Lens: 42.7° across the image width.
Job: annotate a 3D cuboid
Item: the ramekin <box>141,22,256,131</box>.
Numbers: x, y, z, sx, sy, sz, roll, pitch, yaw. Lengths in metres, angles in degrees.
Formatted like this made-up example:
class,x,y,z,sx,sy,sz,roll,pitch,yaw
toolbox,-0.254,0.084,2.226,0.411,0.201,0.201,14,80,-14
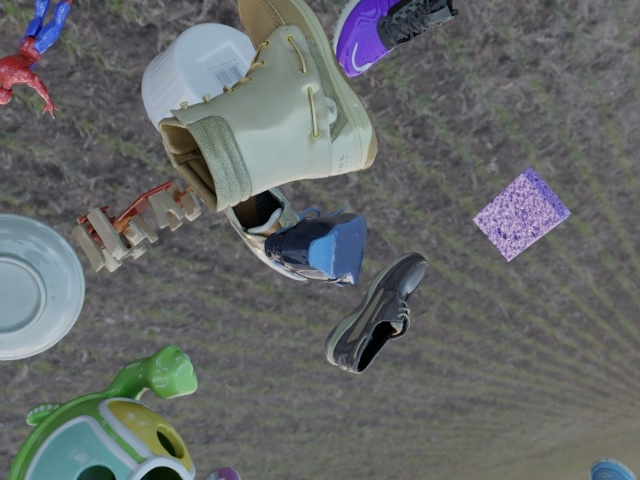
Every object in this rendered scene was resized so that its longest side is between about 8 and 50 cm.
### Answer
class,x,y,z,sx,sy,sz,roll,pitch,yaw
ramekin,-0.215,-0.313,1.694,0.277,0.277,0.135,-5,160,-38

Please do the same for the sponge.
class,x,y,z,sx,sy,sz,roll,pitch,yaw
sponge,0.387,-0.047,1.596,0.031,0.117,0.210,-34,170,-27

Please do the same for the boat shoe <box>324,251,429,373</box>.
class,x,y,z,sx,sy,sz,roll,pitch,yaw
boat shoe,0.166,0.190,2.045,0.355,0.130,0.132,-51,141,-6

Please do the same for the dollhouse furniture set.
class,x,y,z,sx,sy,sz,roll,pitch,yaw
dollhouse furniture set,-0.380,-0.049,1.637,0.262,0.135,0.259,-34,180,-44

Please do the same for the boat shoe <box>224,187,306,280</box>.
class,x,y,z,sx,sy,sz,roll,pitch,yaw
boat shoe,-0.099,-0.033,1.424,0.113,0.103,0.302,-43,113,2

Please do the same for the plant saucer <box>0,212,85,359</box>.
class,x,y,z,sx,sy,sz,roll,pitch,yaw
plant saucer,-0.813,0.131,2.099,0.401,0.400,0.100,-22,-163,-8

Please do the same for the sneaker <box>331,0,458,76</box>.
class,x,y,z,sx,sy,sz,roll,pitch,yaw
sneaker,0.146,-0.384,1.369,0.293,0.146,0.102,-51,141,-10

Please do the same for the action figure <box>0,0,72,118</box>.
class,x,y,z,sx,sy,sz,roll,pitch,yaw
action figure,-0.515,-0.348,1.529,0.092,0.280,0.139,18,155,14

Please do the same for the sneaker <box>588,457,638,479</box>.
class,x,y,z,sx,sy,sz,roll,pitch,yaw
sneaker,0.433,0.364,1.100,0.073,0.162,0.063,-37,152,-61

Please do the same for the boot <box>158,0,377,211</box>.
class,x,y,z,sx,sy,sz,roll,pitch,yaw
boot,-0.083,-0.162,0.882,0.204,0.261,0.095,-20,162,-23

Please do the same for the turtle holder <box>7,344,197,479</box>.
class,x,y,z,sx,sy,sz,roll,pitch,yaw
turtle holder,-0.273,0.328,1.146,0.228,0.243,0.320,-1,-148,44

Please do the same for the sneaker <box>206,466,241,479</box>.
class,x,y,z,sx,sy,sz,roll,pitch,yaw
sneaker,-0.261,0.574,1.731,0.237,0.095,0.104,-25,131,1

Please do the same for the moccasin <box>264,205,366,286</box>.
class,x,y,z,sx,sy,sz,roll,pitch,yaw
moccasin,0.000,0.000,1.319,0.117,0.137,0.342,7,175,13
